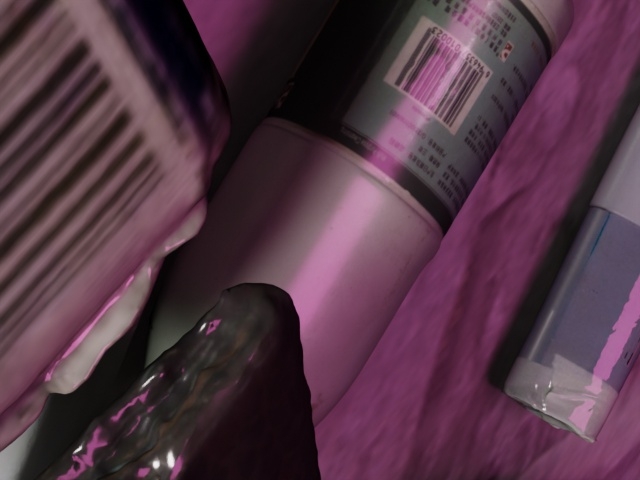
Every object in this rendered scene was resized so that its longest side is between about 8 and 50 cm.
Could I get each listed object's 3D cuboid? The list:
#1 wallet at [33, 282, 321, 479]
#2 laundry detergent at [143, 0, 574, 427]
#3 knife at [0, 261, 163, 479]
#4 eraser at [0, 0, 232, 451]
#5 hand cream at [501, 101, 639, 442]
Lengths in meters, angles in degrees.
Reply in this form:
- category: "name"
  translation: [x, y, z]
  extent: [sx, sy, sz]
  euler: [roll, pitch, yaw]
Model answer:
- category: "wallet"
  translation: [-0.052, 0.154, 0.559]
  extent: [0.170, 0.044, 0.321]
  euler: [-40, 153, -21]
- category: "laundry detergent"
  translation: [0.000, 0.000, 0.579]
  extent: [0.225, 0.070, 0.099]
  euler: [-60, 168, -6]
- category: "knife"
  translation: [-0.104, 0.098, 0.535]
  extent: [0.073, 0.041, 0.265]
  euler: [7, 105, -65]
- category: "eraser"
  translation: [-0.138, -0.078, 0.328]
  extent: [0.155, 0.101, 0.332]
  euler: [-50, 142, -18]
- category: "hand cream"
  translation: [0.156, -0.034, 0.787]
  extent: [0.255, 0.048, 0.079]
  euler: [-64, 151, -6]
